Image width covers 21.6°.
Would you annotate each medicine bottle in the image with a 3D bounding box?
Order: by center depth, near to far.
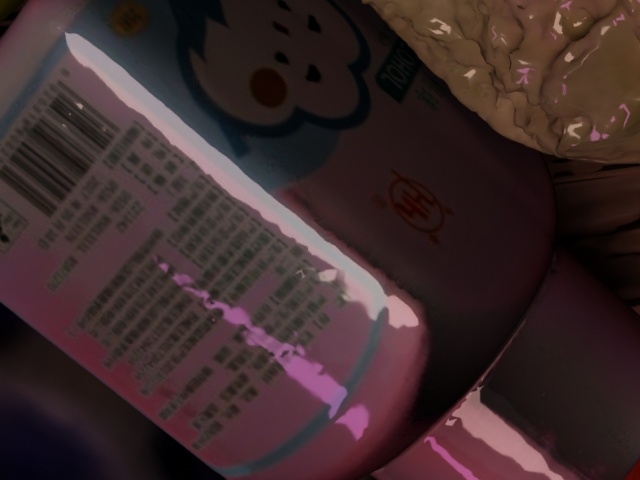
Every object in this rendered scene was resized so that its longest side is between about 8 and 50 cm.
[{"bbox_3d":[0.000,0.000,0.449,0.188,0.119,0.094,39,123,-6],"label":"medicine bottle"}]

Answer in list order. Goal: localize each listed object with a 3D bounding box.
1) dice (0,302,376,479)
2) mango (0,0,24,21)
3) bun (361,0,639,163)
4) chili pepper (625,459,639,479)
[{"bbox_3d":[-0.141,0.147,0.492,0.251,0.243,0.259,36,121,-4],"label":"dice"},{"bbox_3d":[-0.194,-0.105,0.442,0.293,0.143,0.175,-5,108,5],"label":"mango"},{"bbox_3d":[0.072,-0.122,0.374,0.210,0.116,0.237,9,116,10],"label":"bun"},{"bbox_3d":[0.095,0.083,0.497,0.123,0.073,0.070,-30,63,23],"label":"chili pepper"}]
